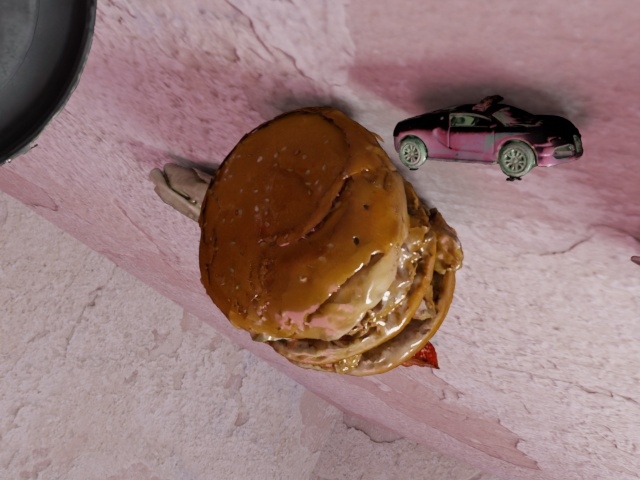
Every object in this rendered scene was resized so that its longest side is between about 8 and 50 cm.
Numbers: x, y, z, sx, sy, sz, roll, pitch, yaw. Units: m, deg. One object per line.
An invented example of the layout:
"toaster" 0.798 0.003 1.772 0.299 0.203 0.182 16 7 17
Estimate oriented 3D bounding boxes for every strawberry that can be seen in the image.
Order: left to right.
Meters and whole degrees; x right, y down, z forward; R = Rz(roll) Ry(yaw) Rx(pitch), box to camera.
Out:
"strawberry" 0.140 0.188 1.082 0.187 0.082 0.146 22 167 0

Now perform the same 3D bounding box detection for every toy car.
"toy car" 0.121 -0.080 0.435 0.142 0.069 0.055 11 116 40

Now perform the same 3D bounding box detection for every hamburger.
"hamburger" -0.002 0.007 0.596 0.211 0.245 0.260 40 -161 -54

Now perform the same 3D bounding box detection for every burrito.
"burrito" -0.080 -0.027 0.826 0.392 0.076 0.117 20 159 23

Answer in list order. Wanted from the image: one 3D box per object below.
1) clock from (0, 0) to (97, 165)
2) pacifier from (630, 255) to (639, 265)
"clock" -0.304 -0.181 0.390 0.061 0.312 0.312 26 163 34
"pacifier" 0.304 0.047 0.486 0.099 0.078 0.081 22 -178 16
